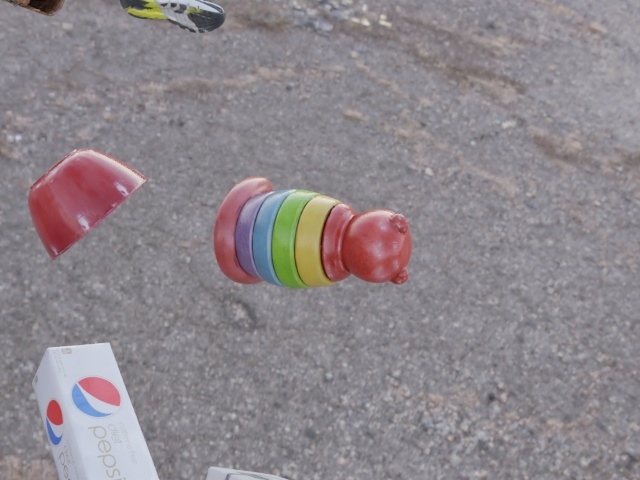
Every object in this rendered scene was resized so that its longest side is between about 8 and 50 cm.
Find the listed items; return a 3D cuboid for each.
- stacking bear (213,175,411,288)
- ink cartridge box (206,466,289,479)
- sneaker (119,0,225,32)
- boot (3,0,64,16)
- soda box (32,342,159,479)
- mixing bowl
[{"bbox_3d":[0.000,0.000,1.239,0.289,0.175,0.164,5,12,25],"label":"stacking bear"},{"bbox_3d":[-0.092,0.451,1.175,0.122,0.289,0.211,14,75,-19],"label":"ink cartridge box"},{"bbox_3d":[-0.109,-0.183,0.614,0.083,0.031,0.035,16,65,7],"label":"sneaker"},{"bbox_3d":[-0.420,-0.348,0.907,0.220,0.109,0.283,30,-7,4],"label":"boot"},{"bbox_3d":[-0.232,0.211,0.844,0.074,0.069,0.216,1,44,-38],"label":"soda box"},{"bbox_3d":[-0.344,-0.066,1.158,0.098,0.181,0.181,50,35,-13],"label":"mixing bowl"}]
